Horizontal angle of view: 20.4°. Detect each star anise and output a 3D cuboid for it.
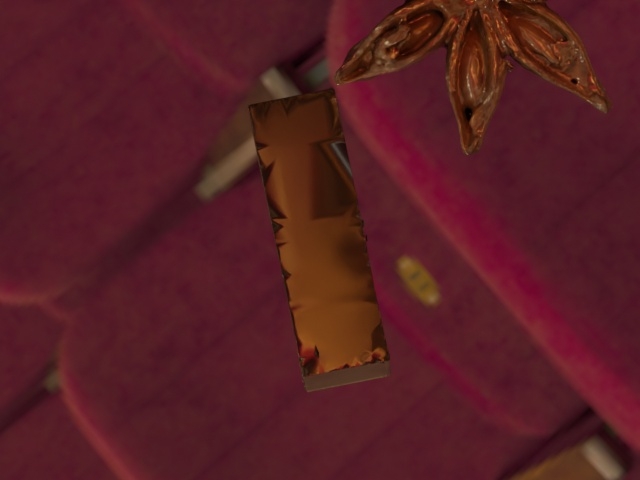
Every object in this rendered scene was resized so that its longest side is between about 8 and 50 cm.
[{"bbox_3d":[0.104,-0.142,1.113,0.063,0.208,0.171,-1,-110,-84],"label":"star anise"}]

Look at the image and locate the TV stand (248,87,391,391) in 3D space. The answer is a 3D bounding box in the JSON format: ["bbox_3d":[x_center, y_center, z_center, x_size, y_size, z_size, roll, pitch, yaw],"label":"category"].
[{"bbox_3d":[0.000,0.000,1.670,0.083,0.088,0.269,86,172,-75],"label":"TV stand"}]
